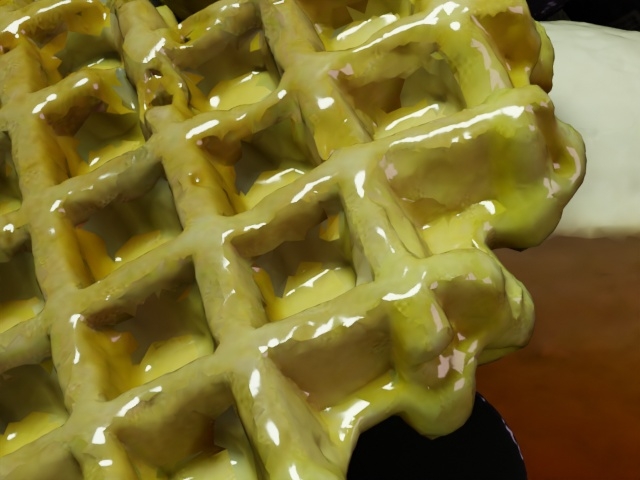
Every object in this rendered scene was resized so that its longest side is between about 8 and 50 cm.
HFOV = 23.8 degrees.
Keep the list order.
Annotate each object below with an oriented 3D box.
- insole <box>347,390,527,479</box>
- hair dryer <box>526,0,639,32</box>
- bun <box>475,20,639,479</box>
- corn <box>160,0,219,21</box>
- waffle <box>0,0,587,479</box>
[{"bbox_3d":[-0.003,0.166,0.486,0.007,0.109,0.322,-35,145,-52],"label":"insole"},{"bbox_3d":[0.110,-0.192,0.909,0.359,0.120,0.304,-40,107,-45],"label":"hair dryer"},{"bbox_3d":[0.068,0.036,0.549,0.299,0.299,0.165,51,23,-38],"label":"bun"},{"bbox_3d":[0.026,-0.089,0.701,0.363,0.120,0.120,45,46,-42],"label":"corn"},{"bbox_3d":[-0.068,-0.001,0.401,0.249,0.253,0.056,-50,139,-19],"label":"waffle"}]
